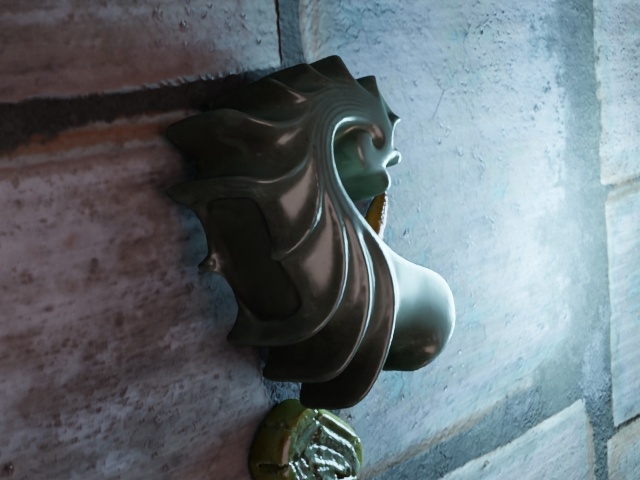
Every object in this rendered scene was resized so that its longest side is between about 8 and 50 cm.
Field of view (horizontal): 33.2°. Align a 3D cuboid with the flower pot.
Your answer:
[{"bbox_3d":[0.000,0.000,1.149,0.254,0.165,0.367,-30,105,-44],"label":"flower pot"}]

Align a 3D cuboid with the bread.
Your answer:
[{"bbox_3d":[-0.010,0.255,1.261,0.156,0.064,0.117,33,72,-42],"label":"bread"}]

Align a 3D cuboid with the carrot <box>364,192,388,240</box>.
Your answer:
[{"bbox_3d":[0.046,0.048,1.307,0.061,0.061,0.256,44,60,-40],"label":"carrot"}]
